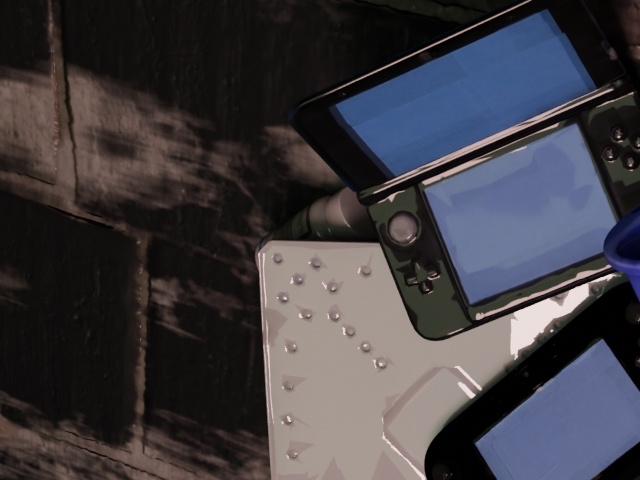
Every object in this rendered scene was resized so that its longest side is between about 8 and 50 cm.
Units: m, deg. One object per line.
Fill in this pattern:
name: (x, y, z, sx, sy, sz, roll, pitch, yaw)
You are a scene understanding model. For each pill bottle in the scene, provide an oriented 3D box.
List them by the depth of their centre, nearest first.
pill bottle: (0.000, 0.000, 1.797, 0.137, 0.078, 0.078, -34, 89, 38)

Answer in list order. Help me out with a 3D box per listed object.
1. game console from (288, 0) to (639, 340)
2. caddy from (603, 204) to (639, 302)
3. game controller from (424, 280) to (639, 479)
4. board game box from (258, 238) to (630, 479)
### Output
game console: (0.159, -0.061, 1.549, 0.293, 0.173, 0.250, -23, 84, 19)
caddy: (0.412, -0.009, 1.404, 0.341, 0.241, 0.179, -16, 104, 25)
game controller: (0.240, 0.185, 1.597, 0.319, 0.067, 0.166, -44, 56, 26)
board game box: (0.136, 0.189, 1.722, 0.390, 0.050, 0.390, 1, 103, 18)
